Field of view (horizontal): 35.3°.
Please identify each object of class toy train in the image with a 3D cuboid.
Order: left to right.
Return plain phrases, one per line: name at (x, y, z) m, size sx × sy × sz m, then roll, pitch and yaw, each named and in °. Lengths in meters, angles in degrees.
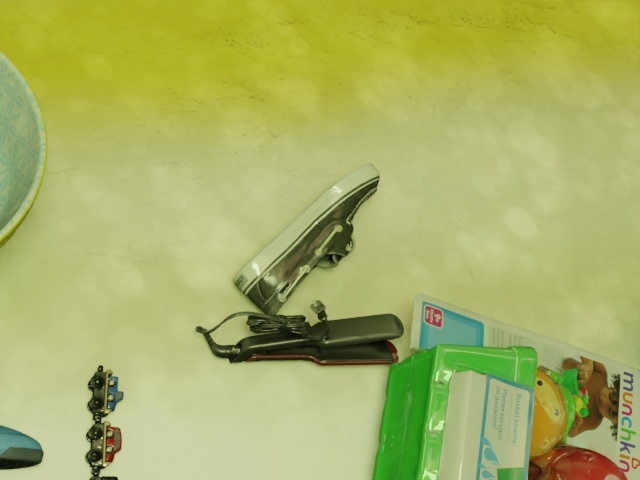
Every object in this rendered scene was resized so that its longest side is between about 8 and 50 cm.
toy train at (-0.218, 0.204, 1.019) m, size 0.036 × 0.027 × 0.158 m, roll 5°, pitch 67°, yaw -19°

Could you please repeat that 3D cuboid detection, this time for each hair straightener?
hair straightener at (-0.020, 0.093, 1.098) m, size 0.231 × 0.089 × 0.047 m, roll 3°, pitch 35°, yaw -10°

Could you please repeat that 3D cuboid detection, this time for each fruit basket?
fruit basket at (0.237, 0.249, 1.066) m, size 0.353 × 0.165 × 0.326 m, roll 18°, pitch 64°, yaw -13°

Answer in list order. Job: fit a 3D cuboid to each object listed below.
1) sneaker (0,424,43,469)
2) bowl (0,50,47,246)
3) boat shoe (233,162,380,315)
sneaker at (-0.368, 0.169, 0.966) m, size 0.209 × 0.069 × 0.082 m, roll 13°, pitch 61°, yaw -12°
bowl at (-0.423, -0.067, 0.998) m, size 0.290 × 0.156 × 0.289 m, roll 6°, pitch 67°, yaw -15°
boat shoe at (0.000, 0.000, 1.149) m, size 0.070 × 0.078 × 0.219 m, roll 45°, pitch 71°, yaw 5°
